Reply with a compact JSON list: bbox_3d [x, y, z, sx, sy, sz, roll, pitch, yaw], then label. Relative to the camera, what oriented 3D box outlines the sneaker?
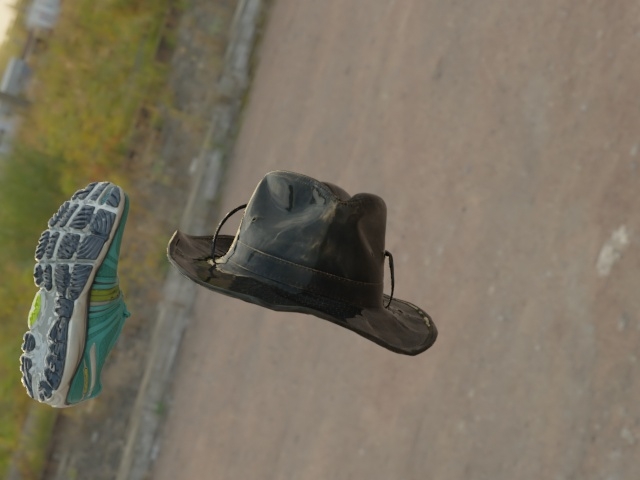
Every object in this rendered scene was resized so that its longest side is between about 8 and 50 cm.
[{"bbox_3d":[-0.281,0.064,1.689,0.107,0.110,0.275,16,93,38],"label":"sneaker"}]

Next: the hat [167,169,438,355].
[{"bbox_3d":[0.000,0.000,1.486,0.331,0.331,0.133,-129,58,-75],"label":"hat"}]
